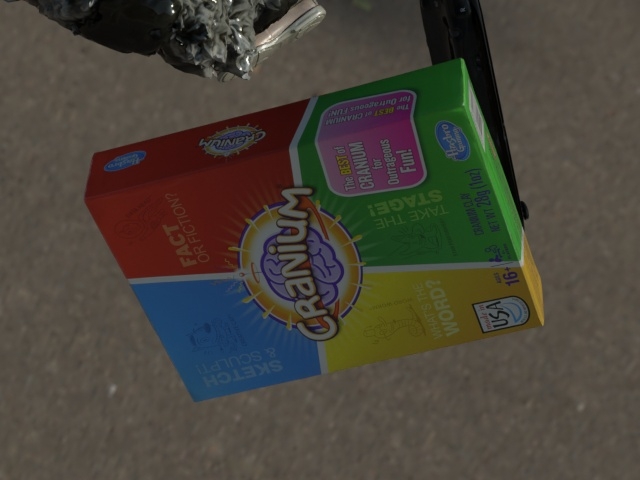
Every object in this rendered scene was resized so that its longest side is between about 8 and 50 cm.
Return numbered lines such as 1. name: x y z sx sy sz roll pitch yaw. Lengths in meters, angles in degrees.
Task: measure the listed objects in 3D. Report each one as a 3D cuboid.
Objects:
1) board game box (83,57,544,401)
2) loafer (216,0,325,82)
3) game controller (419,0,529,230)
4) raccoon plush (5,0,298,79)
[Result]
1. board game box: 0.000 0.000 1.449 0.316 0.242 0.064 -14 38 15
2. loafer: -0.054 -0.189 1.620 0.125 0.045 0.039 -34 82 -22
3. game controller: 0.150 -0.154 1.795 0.067 0.319 0.166 -13 32 3
4. raccoon plush: -0.135 -0.307 1.106 0.446 0.299 0.216 28 18 7
